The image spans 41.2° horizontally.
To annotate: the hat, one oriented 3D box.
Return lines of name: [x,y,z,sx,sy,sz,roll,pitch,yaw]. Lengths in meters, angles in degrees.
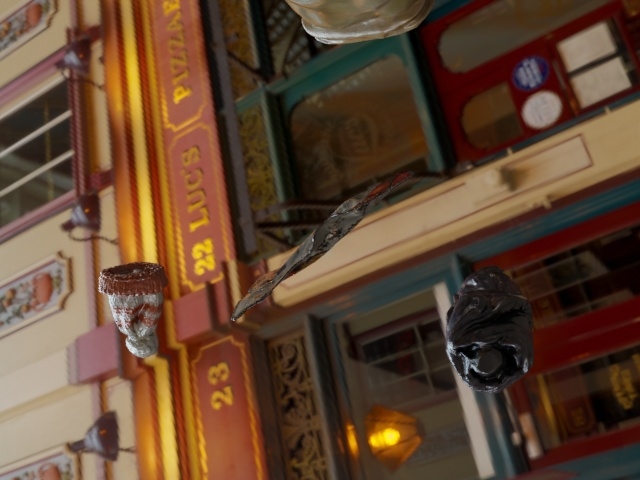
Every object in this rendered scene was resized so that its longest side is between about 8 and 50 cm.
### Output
hat: [-0.293,0.117,1.375,0.093,0.112,0.162,-59,-33,-73]

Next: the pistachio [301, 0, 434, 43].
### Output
pistachio: [0.087,-0.449,1.501,0.163,0.261,0.212,18,-97,-61]

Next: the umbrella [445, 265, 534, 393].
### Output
umbrella: [0.137,0.054,0.657,0.070,0.071,0.248,66,-163,0]

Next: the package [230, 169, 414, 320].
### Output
package: [0.000,0.000,0.967,0.030,0.239,0.154,49,-160,0]

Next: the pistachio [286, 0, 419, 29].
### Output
pistachio: [0.024,-0.214,0.416,0.136,0.136,0.225,-57,-21,-61]
